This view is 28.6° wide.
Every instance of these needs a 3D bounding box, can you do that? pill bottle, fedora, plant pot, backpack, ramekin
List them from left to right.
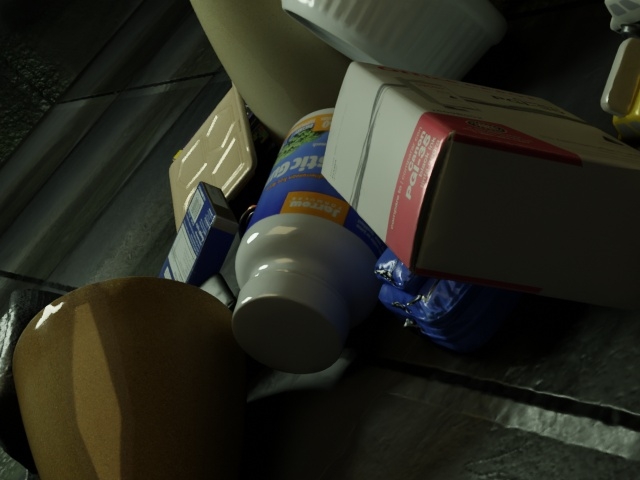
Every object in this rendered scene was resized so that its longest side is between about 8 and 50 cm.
[{"bbox_3d":[-0.336,0.164,1.512,0.334,0.152,0.334,-49,24,31],"label":"fedora"},{"bbox_3d":[-0.168,0.206,1.192,0.237,0.237,0.254,-38,40,18],"label":"plant pot"},{"bbox_3d":[-0.044,-0.292,1.690,0.256,0.274,0.256,-36,24,19],"label":"plant pot"},{"bbox_3d":[0.000,0.000,1.291,0.152,0.152,0.272,-27,29,37],"label":"pill bottle"},{"bbox_3d":[0.077,-0.271,1.487,0.127,0.273,0.273,-58,23,4],"label":"ramekin"},{"bbox_3d":[0.110,0.043,1.107,0.098,0.101,0.120,-55,27,-4],"label":"backpack"}]

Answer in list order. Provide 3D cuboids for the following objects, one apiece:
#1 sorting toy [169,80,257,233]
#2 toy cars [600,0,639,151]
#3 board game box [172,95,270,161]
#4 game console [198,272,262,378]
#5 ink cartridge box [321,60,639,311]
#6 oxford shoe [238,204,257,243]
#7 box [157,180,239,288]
[{"bbox_3d":[-0.148,-0.100,1.763,0.208,0.038,0.193,-52,32,30],"label":"sorting toy"},{"bbox_3d":[0.295,-0.188,1.111,0.393,0.087,0.176,-76,10,-51],"label":"toy cars"},{"bbox_3d":[-0.140,-0.155,1.914,0.141,0.048,0.170,-52,24,-10],"label":"board game box"},{"bbox_3d":[-0.123,0.116,1.392,0.122,0.107,0.071,-44,5,6],"label":"game console"},{"bbox_3d":[0.137,-0.055,1.054,0.283,0.207,0.117,-127,48,-66],"label":"ink cartridge box"},{"bbox_3d":[-0.035,-0.025,1.458,0.097,0.098,0.271,-34,26,26],"label":"oxford shoe"},{"bbox_3d":[-0.165,0.053,1.493,0.225,0.036,0.136,-64,20,13],"label":"box"}]
